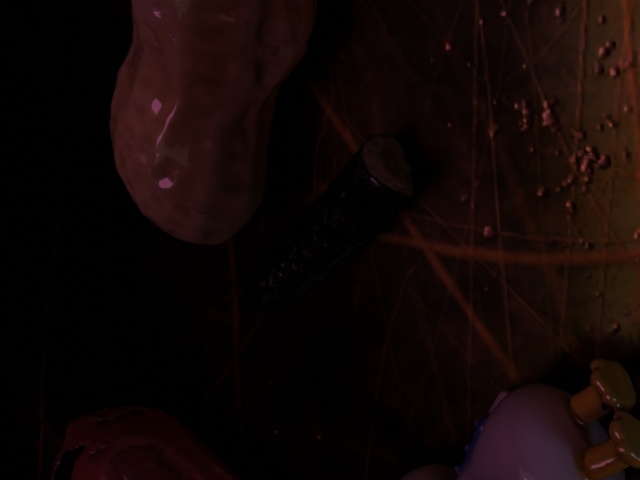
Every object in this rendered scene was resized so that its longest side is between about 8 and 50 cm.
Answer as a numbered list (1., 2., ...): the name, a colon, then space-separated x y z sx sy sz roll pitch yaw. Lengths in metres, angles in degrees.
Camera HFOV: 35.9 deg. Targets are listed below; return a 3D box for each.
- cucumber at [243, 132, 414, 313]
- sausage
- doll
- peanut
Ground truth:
1. cucumber: 0.000 0.000 0.751 0.052 0.058 0.215 50 135 7
2. sausage: -0.133 0.265 0.912 0.279 0.152 0.152 37 128 24
3. doll: 0.110 0.184 0.686 0.293 0.119 0.138 -50 29 41
4. peanut: -0.084 -0.135 0.722 0.149 0.149 0.313 35 127 27
